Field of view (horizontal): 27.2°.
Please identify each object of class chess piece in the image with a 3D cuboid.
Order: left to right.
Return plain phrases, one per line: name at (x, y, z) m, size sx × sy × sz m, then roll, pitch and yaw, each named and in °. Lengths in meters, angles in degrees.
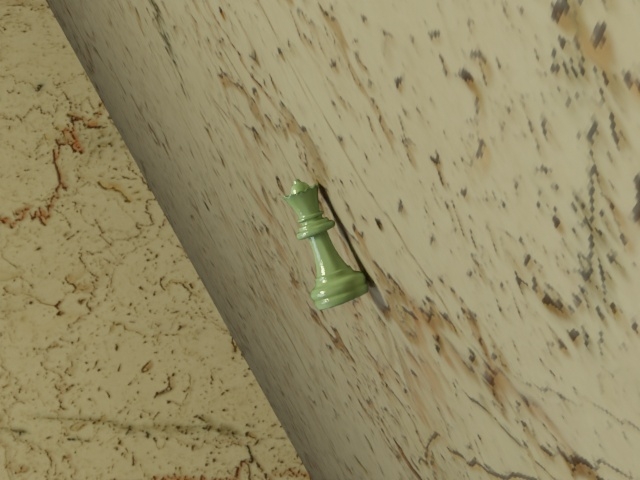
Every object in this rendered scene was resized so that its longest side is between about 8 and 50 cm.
chess piece at (0.000, 0.000, 0.939) m, size 0.042 × 0.042 × 0.093 m, roll -174°, pitch 63°, yaw -79°
